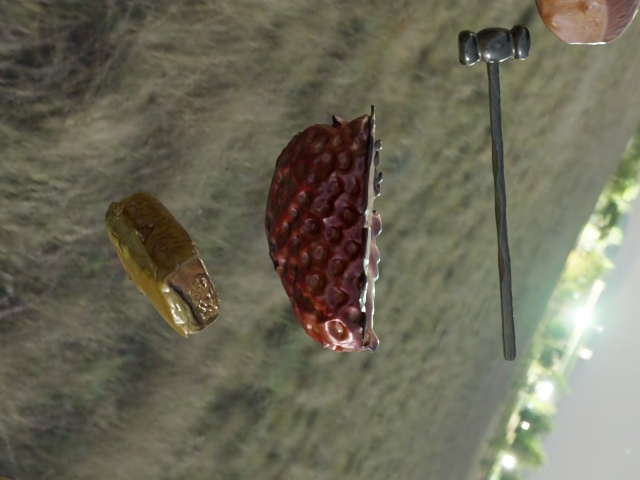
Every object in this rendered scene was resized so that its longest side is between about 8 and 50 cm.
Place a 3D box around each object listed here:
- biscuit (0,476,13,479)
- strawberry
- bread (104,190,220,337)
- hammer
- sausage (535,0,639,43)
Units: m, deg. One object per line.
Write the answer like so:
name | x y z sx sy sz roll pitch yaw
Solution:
biscuit | -0.113 0.217 0.523 0.029 0.254 0.172 28 73 -75
strawberry | 0.002 -0.003 1.303 0.253 0.150 0.280 64 29 -79
bread | -0.123 0.016 0.828 0.053 0.132 0.074 -31 131 -12
hammer | 0.156 -0.034 0.916 0.029 0.058 0.292 -74 159 -75
sausage | 0.291 -0.303 1.155 0.133 0.133 0.258 -63 157 -8
